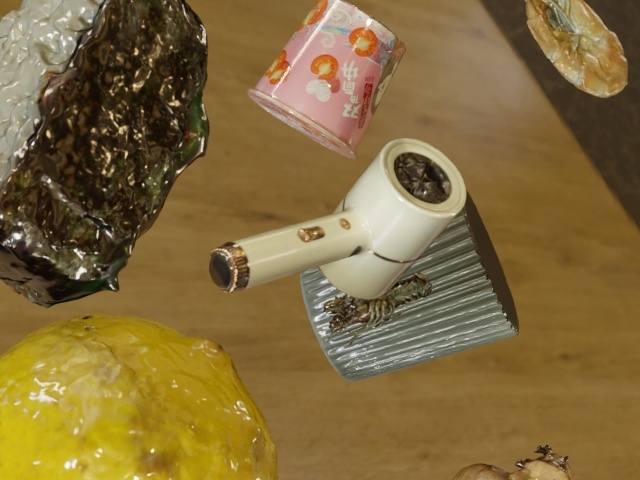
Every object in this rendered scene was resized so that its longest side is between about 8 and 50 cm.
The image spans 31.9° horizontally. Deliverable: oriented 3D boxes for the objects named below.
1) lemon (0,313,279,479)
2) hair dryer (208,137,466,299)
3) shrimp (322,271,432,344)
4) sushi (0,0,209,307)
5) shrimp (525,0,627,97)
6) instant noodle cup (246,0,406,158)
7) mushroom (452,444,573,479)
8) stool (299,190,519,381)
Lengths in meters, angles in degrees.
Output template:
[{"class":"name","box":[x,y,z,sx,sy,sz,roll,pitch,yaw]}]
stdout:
[{"class":"lemon","box":[-0.229,0.261,1.187,0.350,0.387,0.350,37,4,-3]},{"class":"hair dryer","box":[0.000,0.000,1.380,0.362,0.203,0.128,-16,65,-40]},{"class":"shrimp","box":[0.087,0.095,1.617,0.076,0.174,0.082,15,58,-64]},{"class":"sushi","box":[-0.153,-0.073,0.707,0.127,0.124,0.225,40,62,-42]},{"class":"shrimp","box":[0.220,-0.203,1.040,0.099,0.041,0.180,-11,63,-33]},{"class":"instant noodle cup","box":[0.024,-0.307,2.087,0.243,0.243,0.231,32,90,-27]},{"class":"mushroom","box":[0.334,0.470,1.861,0.263,0.283,0.195,24,37,27]},{"class":"stool","box":[0.160,0.091,2.055,0.297,0.330,0.297,-22,90,-77]}]
